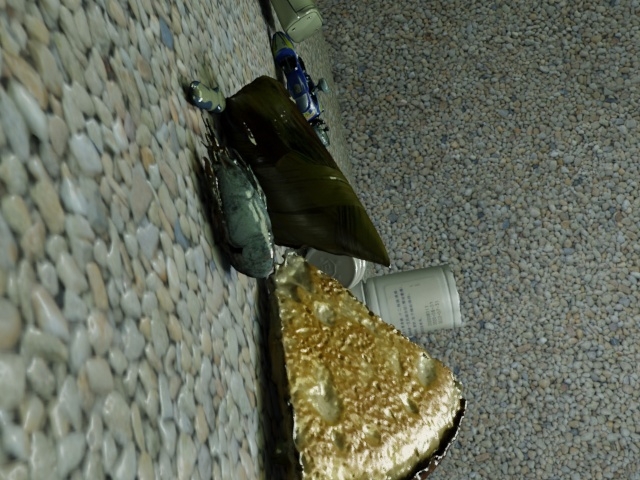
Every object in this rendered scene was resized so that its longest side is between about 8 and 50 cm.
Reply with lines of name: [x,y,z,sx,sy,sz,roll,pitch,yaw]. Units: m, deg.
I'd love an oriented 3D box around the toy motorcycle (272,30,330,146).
toy motorcycle: [-0.050,-0.392,1.628,0.169,0.113,0.315,28,40,-67]

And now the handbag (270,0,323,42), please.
handbag: [-0.125,-0.684,1.674,0.315,0.109,0.241,53,8,0]

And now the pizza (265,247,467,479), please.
pizza: [0.048,0.260,0.958,0.435,0.080,0.392,37,38,-12]

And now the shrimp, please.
shrimp: [-0.114,-0.060,0.843,0.090,0.079,0.233,-23,97,-43]

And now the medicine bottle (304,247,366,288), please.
medicine bottle: [0.034,0.046,1.413,0.237,0.139,0.139,-32,109,-79]

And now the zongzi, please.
zongzi: [-0.016,-0.098,0.965,0.300,0.138,0.286,28,-34,51]

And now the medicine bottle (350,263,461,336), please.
medicine bottle: [0.234,0.189,1.860,0.190,0.332,0.190,-10,90,-85]

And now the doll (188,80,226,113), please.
doll: [-0.160,-0.202,0.892,0.125,0.027,0.037,-35,119,-81]
